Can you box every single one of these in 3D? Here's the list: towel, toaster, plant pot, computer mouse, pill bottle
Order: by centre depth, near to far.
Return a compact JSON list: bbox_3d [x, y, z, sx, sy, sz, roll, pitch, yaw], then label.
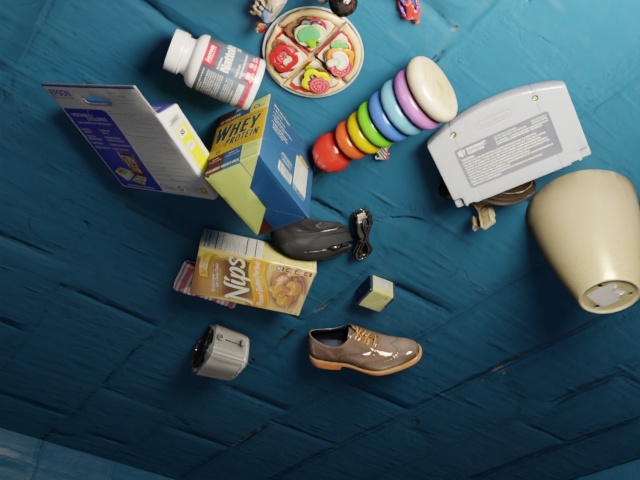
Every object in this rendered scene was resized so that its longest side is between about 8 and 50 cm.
[{"bbox_3d":[-0.209,-0.338,1.176,0.180,0.108,0.108,20,136,-17],"label":"pill bottle"},{"bbox_3d":[0.629,0.023,1.385,0.256,0.274,0.256,3,138,2],"label":"plant pot"},{"bbox_3d":[0.000,0.000,1.561,0.272,0.072,0.188,1,139,4],"label":"computer mouse"},{"bbox_3d":[-0.324,0.130,1.763,0.197,0.029,0.144,18,135,-15],"label":"towel"},{"bbox_3d":[-0.328,0.377,1.965,0.146,0.129,0.227,20,134,-20],"label":"toaster"}]

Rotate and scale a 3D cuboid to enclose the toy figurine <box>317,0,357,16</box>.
[{"bbox_3d":[0.005,-0.483,0.968,0.213,0.148,0.209,18,136,-15],"label":"toy figurine"}]

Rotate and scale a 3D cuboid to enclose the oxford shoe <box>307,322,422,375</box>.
[{"bbox_3d":[0.135,0.335,1.885,0.364,0.130,0.132,-3,131,7],"label":"oxford shoe"}]

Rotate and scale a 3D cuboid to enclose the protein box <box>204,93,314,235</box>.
[{"bbox_3d":[-0.123,-0.161,1.295,0.136,0.201,0.200,-19,133,23],"label":"protein box"}]

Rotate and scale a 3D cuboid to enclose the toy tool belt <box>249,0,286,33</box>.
[{"bbox_3d":[-0.104,-0.433,1.114,0.051,0.052,0.083,48,125,0],"label":"toy tool belt"}]

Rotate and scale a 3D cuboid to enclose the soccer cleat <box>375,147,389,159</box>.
[{"bbox_3d":[0.138,-0.213,1.347,0.036,0.029,0.083,-4,142,2],"label":"soccer cleat"}]

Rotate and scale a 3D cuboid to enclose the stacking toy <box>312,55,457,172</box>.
[{"bbox_3d":[0.113,-0.236,1.253,0.330,0.141,0.141,-29,129,36],"label":"stacking toy"}]

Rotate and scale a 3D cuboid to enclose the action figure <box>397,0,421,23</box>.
[{"bbox_3d":[0.156,-0.441,1.093,0.038,0.030,0.115,-14,140,26],"label":"action figure"}]

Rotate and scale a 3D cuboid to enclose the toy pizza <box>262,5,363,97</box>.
[{"bbox_3d":[-0.015,-0.364,1.188,0.201,0.032,0.201,2,138,2],"label":"toy pizza"}]

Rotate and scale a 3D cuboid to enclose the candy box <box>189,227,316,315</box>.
[{"bbox_3d":[-0.186,0.090,1.651,0.316,0.087,0.183,12,129,-10],"label":"candy box"}]

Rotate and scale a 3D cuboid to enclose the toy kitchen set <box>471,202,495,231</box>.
[{"bbox_3d":[0.367,-0.069,1.445,0.075,0.083,0.068,26,133,-22],"label":"toy kitchen set"}]

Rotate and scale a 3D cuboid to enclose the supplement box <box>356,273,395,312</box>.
[{"bbox_3d":[0.159,0.153,1.729,0.083,0.056,0.083,21,135,-17],"label":"supplement box"}]

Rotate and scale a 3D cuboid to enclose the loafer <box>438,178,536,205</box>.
[{"bbox_3d":[0.384,-0.132,1.377,0.220,0.080,0.078,-2,138,7],"label":"loafer"}]

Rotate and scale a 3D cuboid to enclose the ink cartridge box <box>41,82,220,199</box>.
[{"bbox_3d":[-0.387,-0.223,1.269,0.304,0.072,0.307,11,144,33],"label":"ink cartridge box"}]

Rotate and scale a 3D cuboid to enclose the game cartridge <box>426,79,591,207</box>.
[{"bbox_3d":[0.390,-0.208,1.269,0.297,0.062,0.198,-22,109,21],"label":"game cartridge"}]
